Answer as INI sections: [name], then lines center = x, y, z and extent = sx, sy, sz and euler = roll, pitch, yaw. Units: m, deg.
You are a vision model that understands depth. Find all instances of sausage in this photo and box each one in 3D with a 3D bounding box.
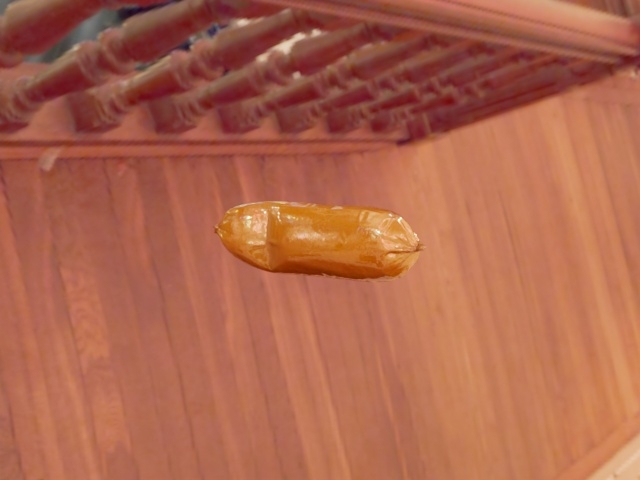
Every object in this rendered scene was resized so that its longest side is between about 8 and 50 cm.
[sausage]
center = 0.000, 0.000, 0.775
extent = 0.054, 0.183, 0.062
euler = -18, 107, -58
